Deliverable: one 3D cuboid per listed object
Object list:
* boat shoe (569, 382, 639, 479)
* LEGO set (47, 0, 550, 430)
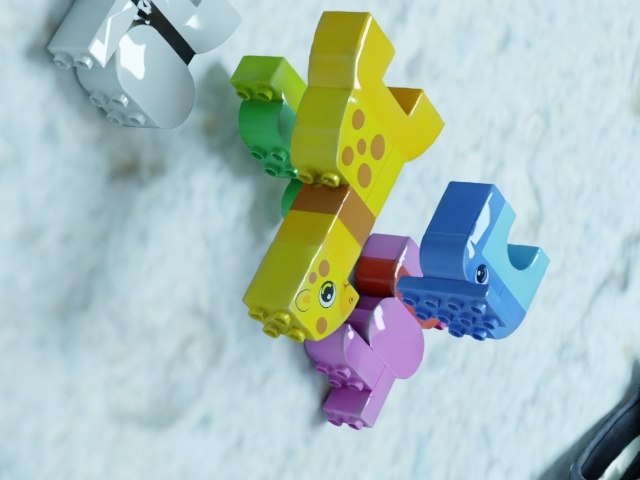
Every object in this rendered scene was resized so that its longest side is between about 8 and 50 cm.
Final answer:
[{"bbox_3d":[0.182,0.083,0.828,0.206,0.075,0.065,-39,127,-35],"label":"boat shoe"},{"bbox_3d":[0.000,0.000,0.583,0.227,0.087,0.093,49,58,-41],"label":"LEGO set"}]
